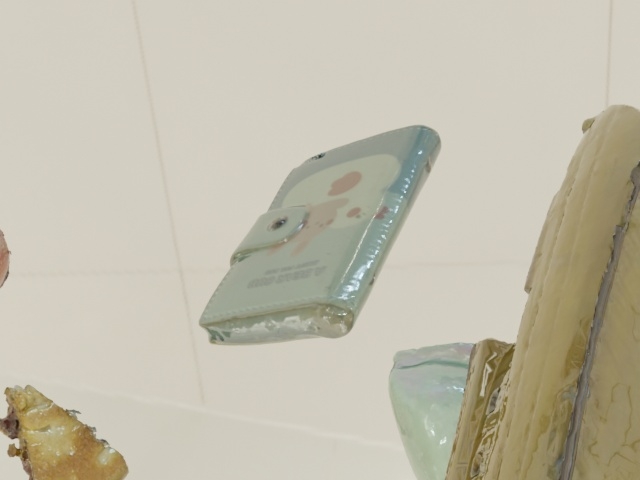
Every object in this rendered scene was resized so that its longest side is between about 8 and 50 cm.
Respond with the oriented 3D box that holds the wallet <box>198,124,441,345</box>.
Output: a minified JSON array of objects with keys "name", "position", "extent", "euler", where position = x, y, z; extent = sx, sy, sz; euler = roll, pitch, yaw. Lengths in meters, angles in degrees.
[{"name":"wallet","position":[0.000,0.000,1.634],"extent":[0.252,0.360,0.083],"euler":[-13,122,36]}]

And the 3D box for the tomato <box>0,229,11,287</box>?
[{"name":"tomato","position":[-0.500,0.017,1.602],"extent":[0.228,0.112,0.199],"euler":[39,127,-19]}]

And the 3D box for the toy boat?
[{"name":"toy boat","position":[0.111,0.081,0.554],"extent":[0.089,0.321,0.121],"euler":[23,153,-13]}]

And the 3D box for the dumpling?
[{"name":"dumpling","position":[0.146,0.173,1.171],"extent":[0.149,0.216,0.105],"euler":[-22,153,-14]}]

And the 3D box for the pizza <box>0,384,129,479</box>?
[{"name":"pizza","position":[-0.355,0.273,1.679],"extent":[0.194,0.154,0.069],"euler":[56,143,4]}]
